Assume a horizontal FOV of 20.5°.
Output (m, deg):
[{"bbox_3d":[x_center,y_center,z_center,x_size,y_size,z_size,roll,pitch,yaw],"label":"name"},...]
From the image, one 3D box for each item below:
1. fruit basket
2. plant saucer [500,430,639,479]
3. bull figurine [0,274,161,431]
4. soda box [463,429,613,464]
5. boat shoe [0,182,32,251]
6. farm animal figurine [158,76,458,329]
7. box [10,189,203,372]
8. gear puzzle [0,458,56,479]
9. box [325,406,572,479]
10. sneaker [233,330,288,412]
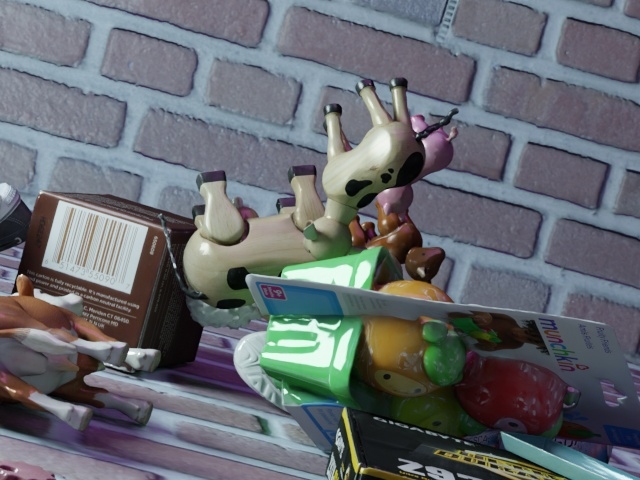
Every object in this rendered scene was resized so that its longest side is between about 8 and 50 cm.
[{"bbox_3d":[0.130,0.136,1.711,0.353,0.165,0.327,12,-22,23],"label":"fruit basket"},{"bbox_3d":[0.247,0.210,1.586,0.067,0.018,0.192,12,4,-41],"label":"plant saucer"},{"bbox_3d":[-0.252,0.102,1.627,0.188,0.101,0.310,18,4,12],"label":"bull figurine"},{"bbox_3d":[0.240,0.235,1.976,0.183,0.058,0.063,11,6,-39],"label":"soda box"},{"bbox_3d":[-0.413,0.010,2.026,0.076,0.228,0.080,49,29,-24],"label":"boat shoe"},{"bbox_3d":[0.000,0.000,1.847,0.326,0.172,0.330,-13,-28,1],"label":"farm animal figurine"},{"bbox_3d":[-0.229,0.044,2.022,0.168,0.167,0.203,16,4,16],"label":"box"},{"bbox_3d":[-0.206,0.183,1.117,0.175,0.044,0.339,14,5,-23],"label":"gear puzzle"},{"bbox_3d":[0.169,0.240,1.533,0.322,0.079,0.257,15,6,-3],"label":"box"},{"bbox_3d":[-0.008,0.159,2.011,0.232,0.090,0.115,21,-8,-27],"label":"sneaker"}]
